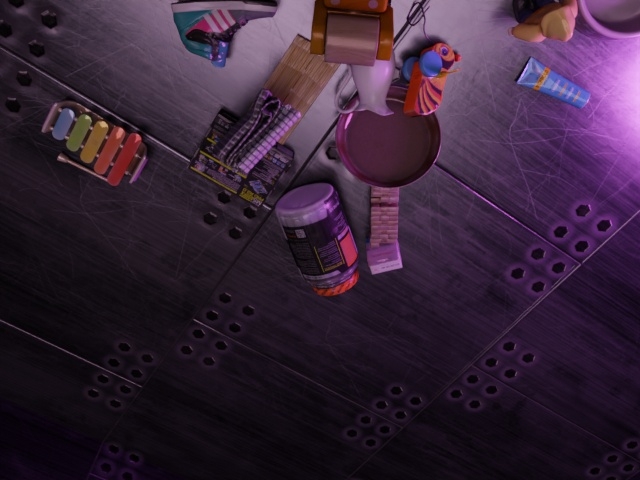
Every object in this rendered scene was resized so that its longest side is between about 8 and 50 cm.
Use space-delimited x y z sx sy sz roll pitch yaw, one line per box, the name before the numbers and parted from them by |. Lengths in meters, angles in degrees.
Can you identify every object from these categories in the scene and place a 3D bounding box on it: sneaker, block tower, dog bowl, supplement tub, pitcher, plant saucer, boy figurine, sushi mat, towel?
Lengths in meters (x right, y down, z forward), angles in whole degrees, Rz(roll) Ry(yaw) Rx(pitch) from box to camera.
sneaker | -0.260 -0.574 1.632 0.296 0.123 0.178 2 116 10
block tower | 0.205 -0.143 1.890 0.097 0.091 0.335 1 121 3
dog bowl | 0.815 -0.695 1.544 0.349 0.102 0.348 1 120 2
supplement tub | 0.000 0.000 1.913 0.207 0.207 0.337 -15 118 10
pitcher | 0.124 -0.464 1.679 0.178 0.125 0.206 4 106 17
plant saucer | 0.199 -0.303 1.748 0.311 0.050 0.310 0 85 1
boy figurine | 0.573 -0.574 1.517 0.177 0.285 0.092 -23 117 18
sushi mat | -0.090 -0.445 1.764 0.152 0.019 0.316 32 116 -15
towel | -0.190 -0.304 1.645 0.121 0.283 0.235 42 91 -14

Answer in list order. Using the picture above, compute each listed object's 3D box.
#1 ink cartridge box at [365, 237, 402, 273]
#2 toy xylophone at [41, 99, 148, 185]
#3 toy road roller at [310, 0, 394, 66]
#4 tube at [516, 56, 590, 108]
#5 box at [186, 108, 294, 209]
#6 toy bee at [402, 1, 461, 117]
ink cartridge box | 0.210 0.050 1.949 0.105 0.181 0.061 -14 119 10
toy xylophone | -0.701 -0.289 1.839 0.323 0.081 0.236 24 119 -11
toy road roller | 0.087 -0.621 1.484 0.203 0.329 0.240 5 142 0
tube | 0.685 -0.454 1.723 0.207 0.052 0.080 24 107 -5
box | -0.251 -0.253 1.859 0.270 0.060 0.216 29 117 -14
toy bee | 0.326 -0.488 1.648 0.162 0.195 0.298 4 112 -29
